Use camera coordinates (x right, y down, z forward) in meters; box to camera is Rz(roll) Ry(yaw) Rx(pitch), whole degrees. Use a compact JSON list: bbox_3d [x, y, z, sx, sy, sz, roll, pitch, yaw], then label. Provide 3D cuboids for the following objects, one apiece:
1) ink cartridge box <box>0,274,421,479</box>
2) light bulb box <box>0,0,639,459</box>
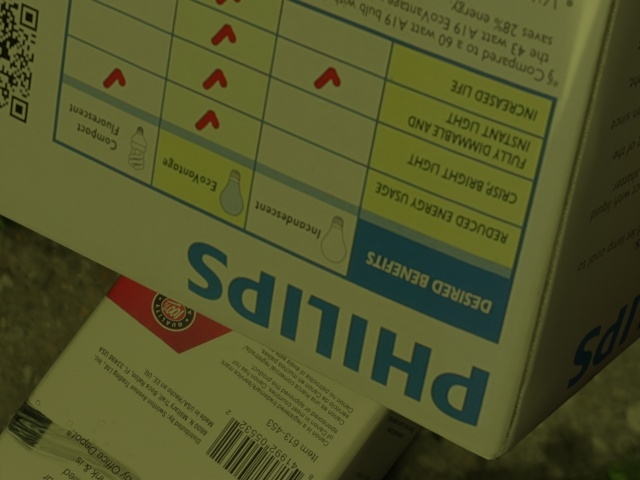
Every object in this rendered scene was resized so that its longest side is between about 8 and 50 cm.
[{"bbox_3d":[-0.083,0.138,1.113,0.172,0.100,0.237,37,90,19],"label":"ink cartridge box"},{"bbox_3d":[0.020,-0.158,0.914,0.358,0.225,0.361,25,121,25],"label":"light bulb box"}]
